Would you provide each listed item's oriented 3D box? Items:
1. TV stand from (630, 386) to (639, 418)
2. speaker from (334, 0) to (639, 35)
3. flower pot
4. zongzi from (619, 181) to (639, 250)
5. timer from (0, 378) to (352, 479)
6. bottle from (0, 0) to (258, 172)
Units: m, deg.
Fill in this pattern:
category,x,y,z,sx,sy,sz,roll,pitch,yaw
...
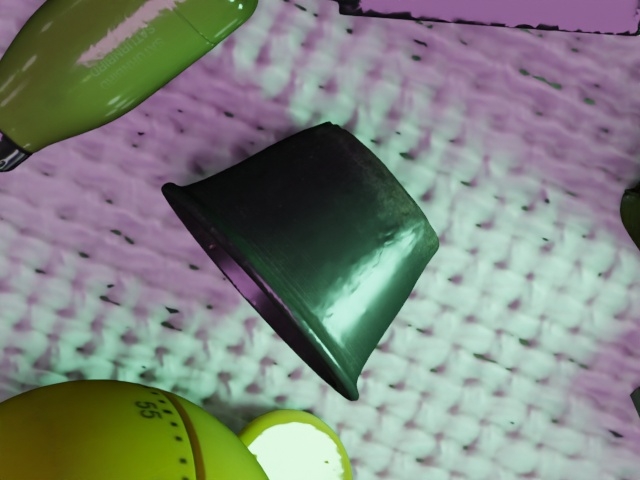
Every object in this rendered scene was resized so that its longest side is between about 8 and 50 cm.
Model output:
category,x,y,z,sx,sy,sz,roll,pitch,yaw
TV stand,0.403,0.087,1.313,0.088,0.083,0.269,40,104,-12
speaker,0.120,-0.284,1.127,0.254,0.184,0.232,4,109,2
flower pot,0.000,0.000,1.228,0.148,0.235,0.235,-41,106,-6
zongzi,0.403,-0.063,1.074,0.418,0.447,0.181,-43,96,9
timer,-0.158,0.299,1.272,0.387,0.376,0.376,21,110,-33
bottle,-0.179,-0.154,1.208,0.260,0.112,0.112,-36,106,11
